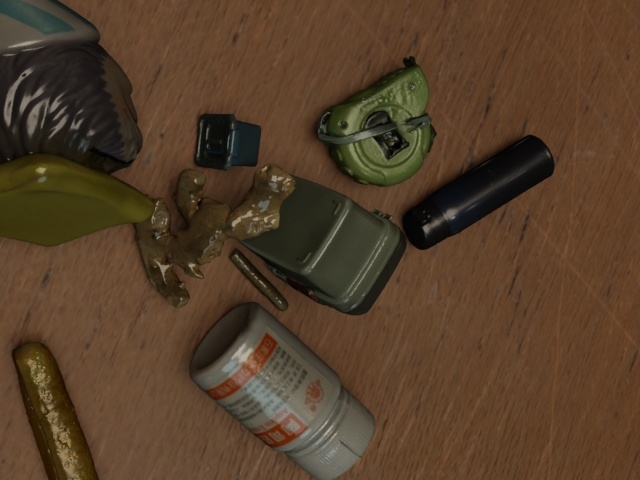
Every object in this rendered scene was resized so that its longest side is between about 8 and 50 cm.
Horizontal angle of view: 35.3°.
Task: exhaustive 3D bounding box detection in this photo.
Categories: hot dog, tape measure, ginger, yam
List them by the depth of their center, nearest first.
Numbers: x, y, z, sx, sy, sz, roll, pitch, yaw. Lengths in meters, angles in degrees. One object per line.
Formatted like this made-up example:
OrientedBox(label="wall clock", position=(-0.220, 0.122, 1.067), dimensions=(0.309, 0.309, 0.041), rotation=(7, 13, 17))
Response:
OrientedBox(label="ginger", position=(-0.152, -0.033, 1.323), dimensions=(0.259, 0.065, 0.149), rotation=(-39, 93, 23))
OrientedBox(label="hot dog", position=(-0.343, 0.268, 1.334), dimensions=(0.061, 0.088, 0.285), rotation=(-20, 105, -22))
OrientedBox(label="yam", position=(-0.087, 0.058, 1.432), dimensions=(0.021, 0.021, 0.116), rotation=(-45, 108, -10))
OrientedBox(label="tape measure", position=(0.086, -0.154, 1.436), dimensions=(0.177, 0.087, 0.154), rotation=(-30, 105, -12))

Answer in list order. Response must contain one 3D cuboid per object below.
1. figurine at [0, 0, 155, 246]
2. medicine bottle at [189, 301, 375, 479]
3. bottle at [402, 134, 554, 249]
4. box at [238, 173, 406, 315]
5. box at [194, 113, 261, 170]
OrientedBox(label="figurine", position=(-0.409, -0.182, 1.224), dimensions=(0.361, 0.266, 0.377), rotation=(-12, 75, 3))
OrientedBox(label="medicine bottle", position=(-0.049, 0.212, 1.400), dimensions=(0.252, 0.144, 0.144), rotation=(41, 82, -20))
OrientedBox(label="bottle", position=(0.235, -0.069, 1.507), dimensions=(0.244, 0.082, 0.072), rotation=(-30, 60, -15))
OrientedBox(label="box", position=(0.000, 0.000, 1.352), dimensions=(0.129, 0.210, 0.148), rotation=(36, 83, -36))
OrientedBox(label="box", position=(-0.124, -0.131, 1.362), dimensions=(0.054, 0.099, 0.074), rotation=(6, 93, -35))
